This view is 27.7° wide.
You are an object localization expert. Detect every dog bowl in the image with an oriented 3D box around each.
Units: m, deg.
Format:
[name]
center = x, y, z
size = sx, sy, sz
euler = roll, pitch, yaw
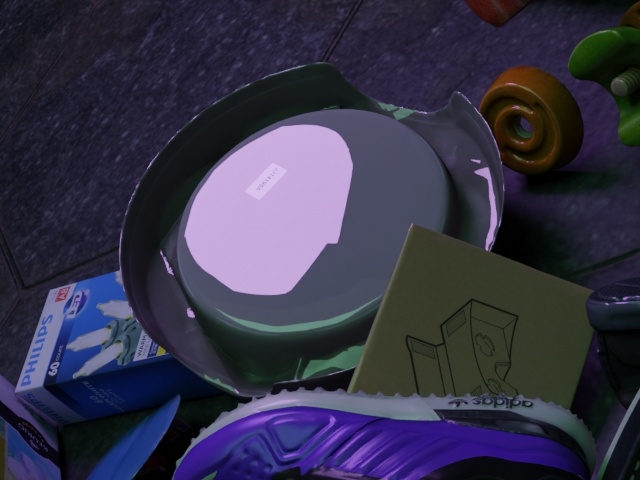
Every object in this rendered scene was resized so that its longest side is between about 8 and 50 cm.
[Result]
[dog bowl]
center = 0.000, 0.000, 1.152
size = 0.348, 0.102, 0.349
euler = -10, 51, 12

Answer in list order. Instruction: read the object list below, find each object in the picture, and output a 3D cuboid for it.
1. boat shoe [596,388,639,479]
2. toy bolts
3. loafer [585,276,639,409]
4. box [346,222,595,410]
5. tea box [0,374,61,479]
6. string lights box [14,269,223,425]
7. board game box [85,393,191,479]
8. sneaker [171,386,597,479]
[boat shoe]
center = 0.305, 0.053, 0.728
size = 0.187, 0.156, 0.500
euler = 52, 121, 28
[toy bolts]
center = 0.229, -0.192, 1.146
size = 0.158, 0.228, 0.218
euler = -35, 2, -38
[loafer]
center = 0.332, 0.067, 0.884
size = 0.302, 0.095, 0.109
euler = -5, 11, 37
[box]
center = 0.112, 0.105, 0.983
size = 0.164, 0.021, 0.201
euler = 20, 71, 4
[tea box]
center = -0.429, 0.280, 1.197
size = 0.329, 0.220, 0.323
euler = -42, 24, 2
[string lights box]
center = -0.176, 0.096, 1.309
size = 0.259, 0.077, 0.133
euler = -15, 47, 32
[board game box]
center = -0.177, 0.220, 1.215
size = 0.168, 0.033, 0.133
euler = -38, 16, 41
[sneaker]
center = 0.030, 0.173, 0.841
size = 0.293, 0.102, 0.146
euler = -7, 25, 14
